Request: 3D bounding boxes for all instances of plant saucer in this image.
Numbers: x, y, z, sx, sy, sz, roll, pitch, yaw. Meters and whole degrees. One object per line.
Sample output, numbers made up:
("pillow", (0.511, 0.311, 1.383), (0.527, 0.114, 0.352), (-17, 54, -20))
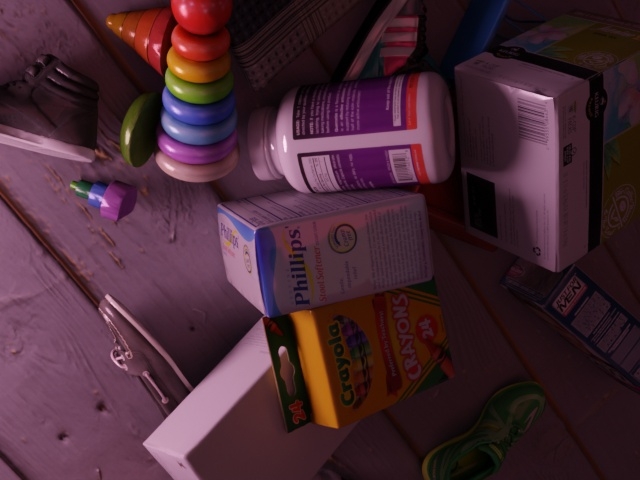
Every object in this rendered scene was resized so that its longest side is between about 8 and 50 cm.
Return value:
("plant saucer", (0.279, -0.132, 1.786), (0.258, 0.048, 0.259), (20, 93, -21))

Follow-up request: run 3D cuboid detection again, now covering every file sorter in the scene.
("file sorter", (0.308, -0.345, 1.717), (0.104, 0.118, 0.170), (24, 92, -26))

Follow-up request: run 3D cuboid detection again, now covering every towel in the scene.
("towel", (-0.056, -0.452, 1.526), (0.324, 0.056, 0.312), (-43, 133, -18))

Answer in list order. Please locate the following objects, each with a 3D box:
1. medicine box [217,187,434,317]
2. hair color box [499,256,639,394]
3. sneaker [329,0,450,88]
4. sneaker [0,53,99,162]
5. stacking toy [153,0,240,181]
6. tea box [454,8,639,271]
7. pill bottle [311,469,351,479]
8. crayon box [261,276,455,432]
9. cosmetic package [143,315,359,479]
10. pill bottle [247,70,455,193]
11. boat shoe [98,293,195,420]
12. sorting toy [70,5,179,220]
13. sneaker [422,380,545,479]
("medicine box", (0.000, 0.000, 1.599), (0.289, 0.263, 0.149), (-12, 104, -16))
("hair color box", (0.528, 0.161, 1.858), (0.347, 0.174, 0.105), (38, 88, -21))
("sneaker", (0.162, -0.336, 1.662), (0.178, 0.124, 0.295), (30, 98, -16))
("sneaker", (-0.481, -0.228, 1.488), (0.295, 0.104, 0.147), (15, 84, -16))
("stacking toy", (-0.187, -0.253, 1.475), (0.141, 0.141, 0.330), (-9, 136, -17))
("tea box", (0.424, -0.180, 1.651), (0.323, 0.220, 0.329), (-30, 128, -29))
("pill bottle", (0.030, 0.495, 1.789), (0.193, 0.108, 0.108), (34, 88, -21))
("crayon box", (0.069, 0.178, 1.585), (0.318, 0.081, 0.202), (-18, 99, -34))
("cosmetic package", (-0.080, 0.287, 1.622), (0.385, 0.156, 0.217), (-43, 114, -26))
("pill bottle", (0.052, -0.173, 1.575), (0.323, 0.181, 0.182), (-3, 104, 17))
("boat shoe", (-0.284, 0.239, 1.632), (0.095, 0.112, 0.335), (-41, 114, -12))
("sorting toy", (-0.324, -0.220, 1.552), (0.126, 0.127, 0.366), (20, 97, 8))
("sneaker", (0.336, 0.396, 1.866), (0.295, 0.123, 0.109), (-40, 110, -8))
